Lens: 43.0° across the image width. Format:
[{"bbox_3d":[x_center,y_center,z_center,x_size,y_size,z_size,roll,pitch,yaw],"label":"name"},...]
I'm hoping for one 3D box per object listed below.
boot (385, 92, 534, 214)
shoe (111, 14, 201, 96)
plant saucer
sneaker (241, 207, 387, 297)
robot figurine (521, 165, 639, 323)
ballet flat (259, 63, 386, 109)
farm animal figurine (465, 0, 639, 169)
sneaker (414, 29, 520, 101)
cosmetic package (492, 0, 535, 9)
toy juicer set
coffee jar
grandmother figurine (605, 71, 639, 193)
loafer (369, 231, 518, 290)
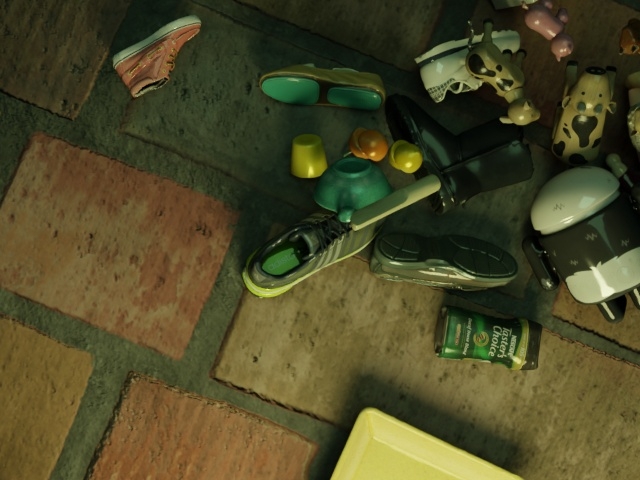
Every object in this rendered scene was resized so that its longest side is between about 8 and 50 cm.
[{"bbox_3d":[0.256,-0.187,1.487,0.207,0.094,0.246,-24,78,-15],"label":"boot"},{"bbox_3d":[-0.280,-0.331,1.465,0.178,0.063,0.081,-30,88,-4],"label":"shoe"},{"bbox_3d":[0.149,0.499,1.394,0.333,0.081,0.332,26,81,-3],"label":"plant saucer"},{"bbox_3d":[0.000,0.000,1.420,0.300,0.121,0.111,-36,88,-9],"label":"sneaker"},{"bbox_3d":[0.492,0.003,1.444,0.209,0.173,0.278,-31,92,-10],"label":"robot figurine"},{"bbox_3d":[0.004,-0.287,1.493,0.232,0.080,0.073,8,54,-7],"label":"ballet flat"},{"bbox_3d":[0.430,-0.248,1.396,0.330,0.326,0.172,0,50,26],"label":"farm animal figurine"},{"bbox_3d":[0.279,-0.324,1.498,0.235,0.090,0.094,-22,91,-25],"label":"sneaker"},{"bbox_3d":[0.394,-0.583,1.495,0.224,0.138,0.224,-34,107,-11],"label":"cosmetic package"},{"bbox_3d":[0.089,-0.095,1.374,0.209,0.329,0.089,-13,123,-16],"label":"toy juicer set"},{"bbox_3d":[0.301,0.176,1.451,0.184,0.079,0.096,10,82,-5],"label":"coffee jar"},{"bbox_3d":[0.640,-0.144,1.520,0.208,0.104,0.342,-6,81,7],"label":"grandmother figurine"},{"bbox_3d":[0.219,0.044,1.471,0.268,0.084,0.096,9,51,-8],"label":"loafer"}]
